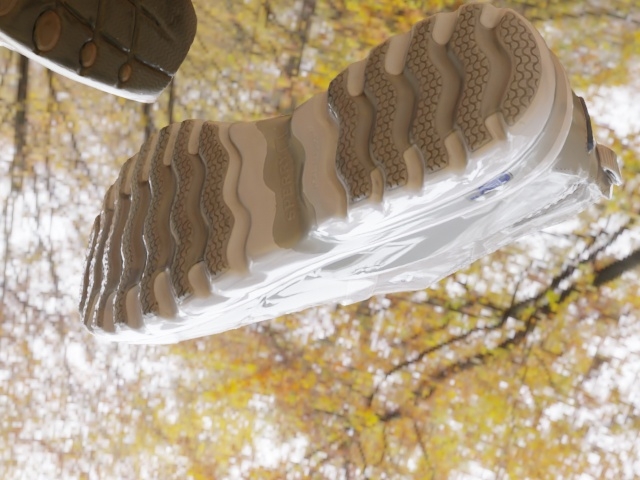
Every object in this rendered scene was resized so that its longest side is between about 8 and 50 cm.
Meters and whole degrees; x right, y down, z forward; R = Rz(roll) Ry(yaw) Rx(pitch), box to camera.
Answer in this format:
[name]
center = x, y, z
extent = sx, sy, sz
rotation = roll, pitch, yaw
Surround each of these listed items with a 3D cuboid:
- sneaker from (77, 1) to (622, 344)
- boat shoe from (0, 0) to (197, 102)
[sneaker]
center = 0.000, 0.000, 0.502
extent = 0.115, 0.281, 0.105
rotation = 30, -125, -42
[boat shoe]
center = -0.231, -0.204, 0.732
extent = 0.324, 0.123, 0.120
rotation = 34, 166, -16
